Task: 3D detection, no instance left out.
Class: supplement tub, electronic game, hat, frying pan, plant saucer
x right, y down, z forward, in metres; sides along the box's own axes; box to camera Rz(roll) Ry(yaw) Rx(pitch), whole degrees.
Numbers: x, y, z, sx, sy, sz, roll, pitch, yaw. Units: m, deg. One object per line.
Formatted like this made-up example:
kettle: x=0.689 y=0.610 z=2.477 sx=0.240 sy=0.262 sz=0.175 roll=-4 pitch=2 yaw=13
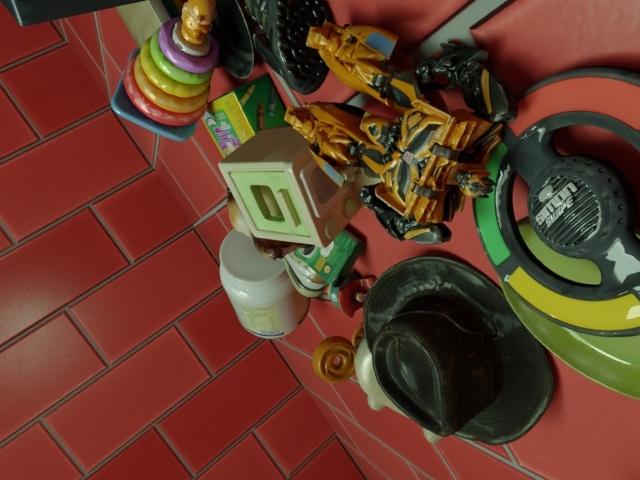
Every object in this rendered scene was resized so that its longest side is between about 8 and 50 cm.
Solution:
supplement tub: x=-0.153 y=0.115 z=1.301 sx=0.235 sy=0.235 sz=0.325 roll=43 pitch=158 yaw=28
electronic game: x=0.221 y=-0.029 z=0.395 sx=0.229 sy=0.048 sz=0.230 roll=40 pitch=137 yaw=51
hat: x=0.175 y=0.198 z=0.696 sx=0.331 sy=0.134 sz=0.332 roll=16 pitch=118 yaw=32
frying pan: x=-0.128 y=-0.360 z=0.735 sx=0.326 sy=0.053 sz=0.197 roll=28 pitch=147 yaw=49
plant saucer: x=0.298 y=0.063 z=0.478 sx=0.241 sy=0.037 sz=0.241 roll=45 pitch=158 yaw=24

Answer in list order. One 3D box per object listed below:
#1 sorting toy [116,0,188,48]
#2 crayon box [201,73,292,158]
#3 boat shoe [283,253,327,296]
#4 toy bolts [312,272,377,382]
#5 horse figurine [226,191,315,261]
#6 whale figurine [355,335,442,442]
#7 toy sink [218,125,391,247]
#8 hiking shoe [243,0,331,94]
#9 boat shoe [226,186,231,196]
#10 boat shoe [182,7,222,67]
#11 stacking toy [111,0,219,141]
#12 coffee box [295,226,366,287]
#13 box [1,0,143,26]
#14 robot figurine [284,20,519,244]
sorting toy: x=-0.371 y=-0.531 z=0.951 sx=0.257 sy=0.089 sz=0.256 roll=17 pitch=138 yaw=60
crayon box: x=-0.155 y=-0.234 z=0.959 sx=0.278 sy=0.081 sz=0.165 roll=16 pitch=138 yaw=60
boat shoe: x=-0.065 y=-0.011 z=1.108 sx=0.302 sy=0.113 sz=0.103 roll=52 pitch=135 yaw=26
toy bolts: x=0.056 y=0.190 z=1.038 sx=0.158 sy=0.218 sz=0.229 roll=-169 pitch=65 yaw=-71
horse figurine: x=-0.107 y=-0.041 z=0.907 sx=0.263 sy=0.174 sz=0.066 roll=40 pitch=129 yaw=31
whale figurine: x=0.190 y=0.274 z=0.914 sx=0.272 sy=0.216 sz=0.141 roll=51 pitch=-158 yaw=-10
toy sink: x=-0.023 y=-0.087 z=0.722 sx=0.234 sy=0.131 sz=0.153 roll=7 pitch=132 yaw=38
hiking shoe: x=-0.051 y=-0.313 z=0.615 sx=0.114 sy=0.086 sz=0.227 roll=35 pitch=146 yaw=62
boat shoe: x=-0.193 y=-0.149 z=1.201 sx=0.223 sy=0.080 sz=0.074 roll=8 pitch=125 yaw=57
boat shoe: x=-0.226 y=-0.406 z=0.901 sx=0.046 sy=0.038 sz=0.125 roll=-18 pitch=120 yaw=26
stacking toy: x=-0.246 y=-0.331 z=0.813 sx=0.165 sy=0.175 sz=0.301 roll=21 pitch=150 yaw=-26
coffee box: x=0.000 y=0.000 z=0.960 sx=0.184 sy=0.113 sz=0.040 roll=39 pitch=-162 yaw=33
box: x=-0.357 y=-0.512 z=0.600 sx=0.395 sy=0.293 sz=0.212 roll=48 pitch=149 yaw=20
robot figurine: x=0.070 y=-0.127 z=0.504 sx=0.291 sy=0.085 sz=0.211 roll=49 pitch=130 yaw=41
